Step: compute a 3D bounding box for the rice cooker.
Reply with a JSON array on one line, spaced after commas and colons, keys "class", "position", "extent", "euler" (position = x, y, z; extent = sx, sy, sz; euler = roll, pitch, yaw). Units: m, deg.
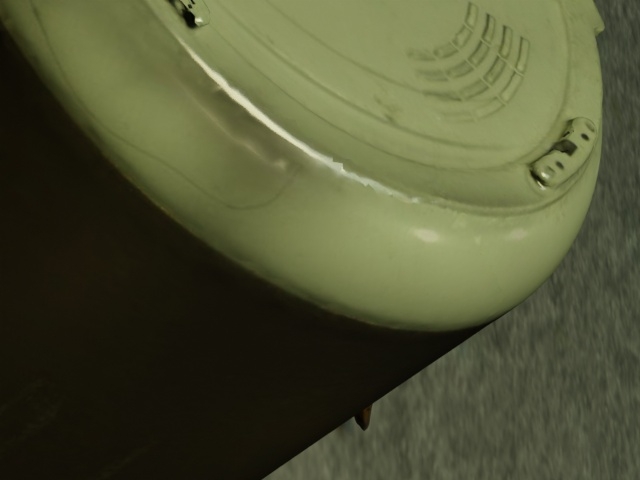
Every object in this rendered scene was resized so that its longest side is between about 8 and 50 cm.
[{"class": "rice cooker", "position": [-0.087, -0.051, 0.728], "extent": [0.335, 0.325, 0.335], "euler": [26, 45, -29]}]

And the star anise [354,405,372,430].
[{"class": "star anise", "position": [0.000, 0.000, 1.080], "extent": [0.272, 0.102, 0.272], "euler": [38, 45, -51]}]
